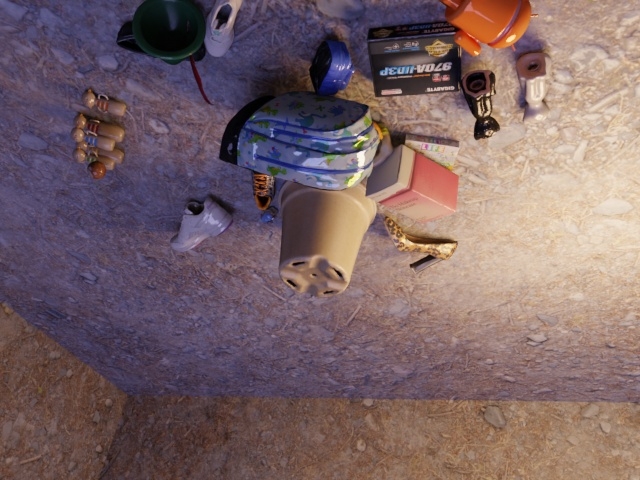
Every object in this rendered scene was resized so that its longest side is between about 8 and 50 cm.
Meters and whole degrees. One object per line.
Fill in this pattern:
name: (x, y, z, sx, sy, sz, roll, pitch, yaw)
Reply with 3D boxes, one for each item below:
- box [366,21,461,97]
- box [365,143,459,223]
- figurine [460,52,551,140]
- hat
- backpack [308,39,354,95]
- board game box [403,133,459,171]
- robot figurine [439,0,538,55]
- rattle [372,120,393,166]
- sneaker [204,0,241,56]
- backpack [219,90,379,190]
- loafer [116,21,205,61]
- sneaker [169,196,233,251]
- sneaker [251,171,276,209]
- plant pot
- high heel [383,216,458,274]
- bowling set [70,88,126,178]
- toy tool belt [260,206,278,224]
box: (0.233, -0.441, 1.429, 0.220, 0.051, 0.175, 0, 143, 13)
box: (0.268, -0.158, 1.693, 0.232, 0.127, 0.148, 22, 156, -28)
figurine: (0.475, -0.347, 1.461, 0.214, 0.092, 0.209, -15, 146, 14)
hat: (-0.367, -0.473, 1.460, 0.172, 0.209, 0.183, -5, 165, -9)
backpack: (0.032, -0.438, 1.451, 0.101, 0.098, 0.120, -9, 151, -24)
board game box: (0.314, -0.252, 1.685, 0.154, 0.026, 0.103, 9, 143, 3)
robot figurine: (0.359, -0.498, 1.258, 0.219, 0.158, 0.128, 22, 164, -16)
rattle: (0.092, -0.250, 1.615, 0.199, 0.143, 0.130, -18, 100, 21)
sneaker: (-0.245, -0.518, 1.409, 0.080, 0.094, 0.212, 18, 144, -12)
backpack: (-0.028, -0.259, 1.497, 0.355, 0.290, 0.273, 32, 126, 11)
loafer: (-0.409, -0.496, 1.493, 0.223, 0.078, 0.076, 13, 144, -3)
sneaker: (-0.450, -0.064, 2.084, 0.305, 0.114, 0.152, -26, 117, 33)
sneaker: (-0.183, -0.184, 1.853, 0.084, 0.083, 0.215, 5, 142, 11)
plant pot: (0.000, 0.000, 1.867, 0.333, 0.306, 0.334, 7, 144, 5)
high heel: (0.341, -0.019, 1.975, 0.186, 0.093, 0.261, -31, 118, 14)
bowling set: (-0.693, -0.293, 1.747, 0.154, 0.200, 0.287, 18, 139, -8)
toy tool belt: (-0.184, -0.080, 2.020, 0.052, 0.051, 0.083, 36, 137, -30)
